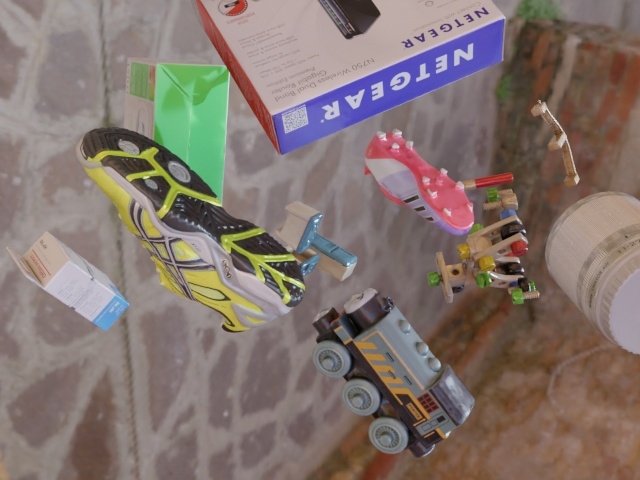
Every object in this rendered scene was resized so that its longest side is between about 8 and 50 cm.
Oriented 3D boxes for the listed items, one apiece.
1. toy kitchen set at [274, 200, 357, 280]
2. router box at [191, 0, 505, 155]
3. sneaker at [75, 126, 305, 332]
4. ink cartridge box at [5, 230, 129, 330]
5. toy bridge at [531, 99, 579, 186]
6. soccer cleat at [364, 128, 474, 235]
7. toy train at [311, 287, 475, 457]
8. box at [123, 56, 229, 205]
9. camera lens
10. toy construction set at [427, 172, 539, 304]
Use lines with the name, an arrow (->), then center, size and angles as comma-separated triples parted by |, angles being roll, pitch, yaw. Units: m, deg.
toy kitchen set -> 0.000, 0.000, 2.069 | 0.207, 0.122, 0.166 | -31, 150, -60
router box -> 0.030, -0.301, 1.428 | 0.335, 0.301, 0.082 | -25, 145, -10
sneaker -> -0.204, -0.002, 1.500 | 0.147, 0.384, 0.145 | -41, -166, 27
ink cartridge box -> -0.391, 0.055, 1.638 | 0.060, 0.104, 0.180 | -47, 134, -2
toy bridge -> 0.487, -0.205, 2.173 | 0.188, 0.026, 0.063 | 62, 35, -14
soccer cleat -> 0.154, -0.079, 1.676 | 0.083, 0.248, 0.095 | -13, 138, -35
toy train -> 0.131, 0.242, 1.943 | 0.334, 0.190, 0.142 | 53, 30, -2
box -> -0.244, -0.169, 1.757 | 0.126, 0.231, 0.262 | 0, 102, -23
camera lens -> 0.551, 0.053, 1.912 | 0.274, 0.219, 0.219 | -116, -156, -60
toy construction set -> 0.362, 0.011, 2.502 | 0.257, 0.237, 0.309 | 41, 40, -83
